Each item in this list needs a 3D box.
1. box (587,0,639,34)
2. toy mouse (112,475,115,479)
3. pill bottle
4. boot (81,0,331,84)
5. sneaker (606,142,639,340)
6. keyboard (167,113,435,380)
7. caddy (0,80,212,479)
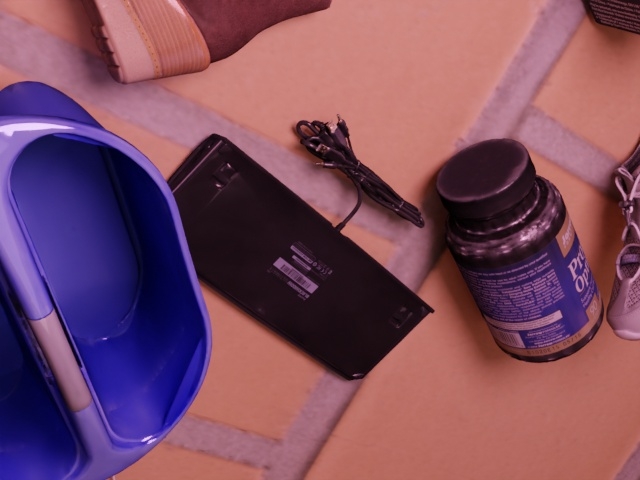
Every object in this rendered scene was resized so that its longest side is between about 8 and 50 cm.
[{"bbox_3d":[0.297,-0.329,0.819,0.165,0.143,0.270,-38,123,-6],"label":"box"},{"bbox_3d":[-0.188,0.158,0.901,0.143,0.031,0.161,-39,123,-3],"label":"toy mouse"},{"bbox_3d":[0.198,0.011,0.951,0.122,0.123,0.219,-35,124,-6],"label":"pill bottle"},{"bbox_3d":[-0.103,-0.260,0.726,0.206,0.090,0.249,-29,122,-23],"label":"boot"},{"bbox_3d":[0.344,-0.031,0.993,0.115,0.105,0.281,27,71,-16],"label":"sneaker"},{"bbox_3d":[0.000,0.000,0.912,0.201,0.033,0.317,-45,125,9],"label":"keyboard"},{"bbox_3d":[-0.219,0.048,0.721,0.241,0.179,0.341,-25,130,-17],"label":"caddy"}]
